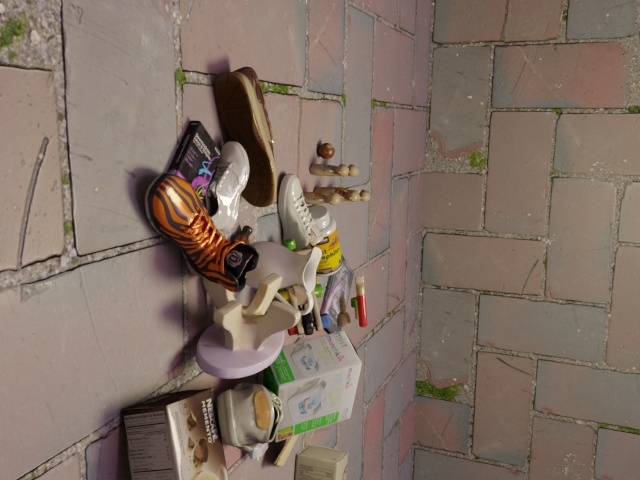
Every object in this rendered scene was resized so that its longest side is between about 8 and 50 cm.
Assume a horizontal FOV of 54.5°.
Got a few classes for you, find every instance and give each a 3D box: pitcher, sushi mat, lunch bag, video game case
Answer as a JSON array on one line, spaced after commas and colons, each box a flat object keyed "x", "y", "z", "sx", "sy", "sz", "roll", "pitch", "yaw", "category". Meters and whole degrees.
[{"x": -0.108, "y": 0.094, "z": 1.588, "sx": 0.125, "sy": 0.207, "sz": 0.178, "roll": 0, "pitch": 95, "yaw": -68, "category": "pitcher"}, {"x": -0.051, "y": 0.552, "z": 1.917, "sx": 0.317, "sy": 0.019, "sz": 0.151, "roll": -59, "pitch": 169, "yaw": -15, "category": "sushi mat"}, {"x": -0.177, "y": 0.556, "z": 1.727, "sx": 0.083, "sy": 0.053, "sz": 0.071, "roll": -38, "pitch": 132, "yaw": -74, "category": "lunch bag"}, {"x": 0.061, "y": 0.206, "z": 2.279, "sx": 0.196, "sy": 0.026, "sz": 0.274, "roll": 56, "pitch": 45, "yaw": -58, "category": "video game case"}]

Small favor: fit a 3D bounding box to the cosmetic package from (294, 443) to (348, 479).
[{"x": -0.002, "y": 0.861, "z": 2.097, "sx": 0.129, "sy": 0.153, "sz": 0.296, "roll": 0, "pitch": 96, "yaw": -70, "category": "cosmetic package"}]

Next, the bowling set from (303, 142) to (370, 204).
[{"x": 0.056, "y": -0.212, "z": 2.004, "sx": 0.287, "sy": 0.154, "sz": 0.200, "roll": -25, "pitch": 118, "yaw": -66, "category": "bowling set"}]

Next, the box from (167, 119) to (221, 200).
[{"x": -0.275, "y": -0.163, "z": 1.359, "sx": 0.116, "sy": 0.029, "sz": 0.162, "roll": 60, "pitch": 39, "yaw": -55, "category": "box"}]

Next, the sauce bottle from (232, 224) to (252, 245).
[{"x": -0.204, "y": 0.015, "z": 1.554, "sx": 0.042, "sy": 0.042, "sz": 0.128, "roll": 74, "pitch": 32, "yaw": -41, "category": "sauce bottle"}]

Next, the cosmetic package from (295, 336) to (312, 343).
[{"x": -0.055, "y": 0.393, "z": 1.909, "sx": 0.231, "sy": 0.117, "sz": 0.086, "roll": -43, "pitch": 135, "yaw": -57, "category": "cosmetic package"}]

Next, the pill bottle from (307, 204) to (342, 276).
[{"x": 0.000, "y": 0.000, "z": 1.958, "sx": 0.117, "sy": 0.117, "sz": 0.215, "roll": -60, "pitch": 147, "yaw": -47, "category": "pill bottle"}]

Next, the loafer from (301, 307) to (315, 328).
[{"x": -0.048, "y": 0.240, "z": 1.965, "sx": 0.170, "sy": 0.061, "sz": 0.062, "roll": 45, "pitch": 54, "yaw": -62, "category": "loafer"}]

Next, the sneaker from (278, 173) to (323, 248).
[{"x": -0.047, "y": -0.055, "z": 1.826, "sx": 0.106, "sy": 0.123, "sz": 0.290, "roll": -40, "pitch": 130, "yaw": -58, "category": "sneaker"}]

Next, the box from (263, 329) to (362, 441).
[{"x": -0.030, "y": 0.388, "z": 1.666, "sx": 0.127, "sy": 0.231, "sz": 0.262, "roll": -119, "pitch": -153, "yaw": -42, "category": "box"}]

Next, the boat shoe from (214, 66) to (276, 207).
[{"x": -0.159, "y": -0.251, "z": 1.516, "sx": 0.123, "sy": 0.123, "sz": 0.342, "roll": -52, "pitch": 135, "yaw": -52, "category": "boat shoe"}]

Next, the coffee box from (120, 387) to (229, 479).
[{"x": -0.282, "y": 0.464, "z": 1.254, "sx": 0.168, "sy": 0.118, "sz": 0.297, "roll": 4, "pitch": 74, "yaw": -67, "category": "coffee box"}]

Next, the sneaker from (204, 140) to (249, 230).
[{"x": -0.226, "y": -0.130, "z": 1.434, "sx": 0.094, "sy": 0.080, "sz": 0.212, "roll": 11, "pitch": 86, "yaw": -59, "category": "sneaker"}]

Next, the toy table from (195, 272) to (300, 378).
[{"x": -0.174, "y": 0.185, "z": 1.446, "sx": 0.274, "sy": 0.252, "sz": 0.161, "roll": -55, "pitch": 162, "yaw": -65, "category": "toy table"}]

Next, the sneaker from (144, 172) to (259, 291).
[{"x": -0.225, "y": -0.008, "z": 1.288, "sx": 0.125, "sy": 0.180, "sz": 0.321, "roll": -55, "pitch": 147, "yaw": -21, "category": "sneaker"}]

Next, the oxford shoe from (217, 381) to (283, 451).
[{"x": -0.154, "y": 0.419, "z": 1.505, "sx": 0.449, "sy": 0.130, "sz": 0.169, "roll": 93, "pitch": -15, "yaw": -76, "category": "oxford shoe"}]

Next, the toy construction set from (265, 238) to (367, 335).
[{"x": -0.026, "y": 0.119, "z": 1.712, "sx": 0.257, "sy": 0.308, "sz": 0.237, "roll": -38, "pitch": 125, "yaw": -72, "category": "toy construction set"}]
